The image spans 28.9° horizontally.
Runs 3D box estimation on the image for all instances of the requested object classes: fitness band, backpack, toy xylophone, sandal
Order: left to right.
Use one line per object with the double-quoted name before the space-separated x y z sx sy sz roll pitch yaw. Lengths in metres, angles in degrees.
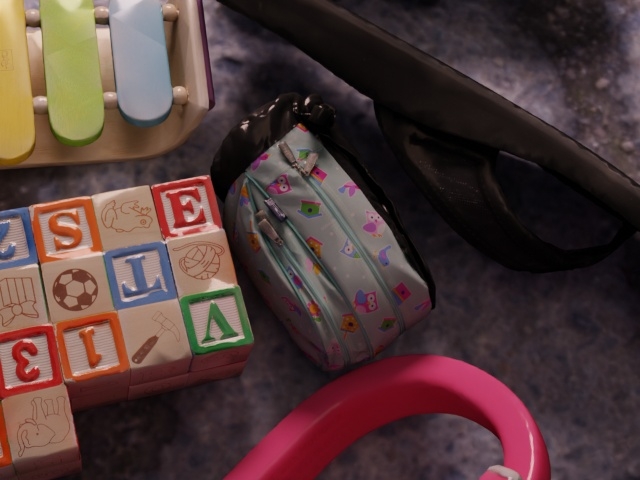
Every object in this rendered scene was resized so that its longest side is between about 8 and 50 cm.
"toy xylophone" -0.247 -0.146 0.920 0.322 0.081 0.236 -13 71 -15
"backpack" 0.000 0.000 0.888 0.115 0.152 0.182 -34 81 -4
"fitness band" 0.014 0.184 0.785 0.291 0.209 0.054 -42 124 -23
"sandal" 0.096 -0.070 0.934 0.445 0.167 0.107 31 100 2

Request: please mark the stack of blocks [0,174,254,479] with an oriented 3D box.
"stack of blocks" -0.201 0.073 0.839 0.297 0.087 0.171 -12 72 -15
